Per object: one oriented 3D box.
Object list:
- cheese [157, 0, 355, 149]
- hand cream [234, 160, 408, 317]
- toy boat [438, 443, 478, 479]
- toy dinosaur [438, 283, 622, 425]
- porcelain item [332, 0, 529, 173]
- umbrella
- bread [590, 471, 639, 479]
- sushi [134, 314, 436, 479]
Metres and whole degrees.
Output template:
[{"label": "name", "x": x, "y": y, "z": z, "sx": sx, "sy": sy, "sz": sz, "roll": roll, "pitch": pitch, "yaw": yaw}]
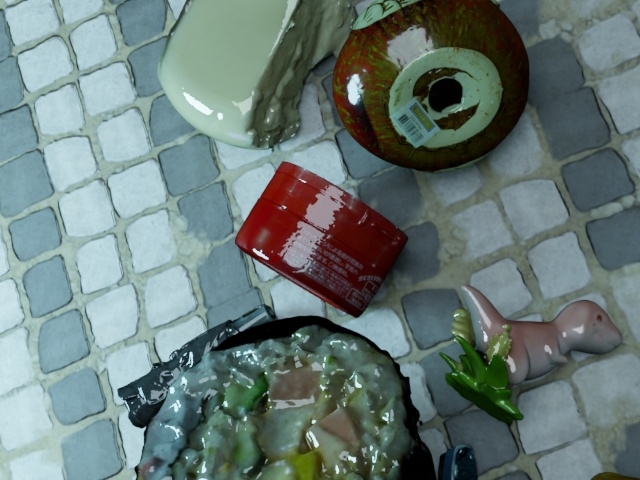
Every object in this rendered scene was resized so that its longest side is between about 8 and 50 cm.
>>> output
[{"label": "cheese", "x": -0.088, "y": -0.256, "z": 1.581, "sx": 0.233, "sy": 0.127, "sz": 0.266, "roll": 26, "pitch": 86, "yaw": 19}, {"label": "hand cream", "x": 0.000, "y": 0.000, "z": 1.447, "sx": 0.193, "sy": 0.193, "sz": 0.125, "roll": 30, "pitch": 84, "yaw": 22}, {"label": "toy boat", "x": 0.175, "y": 0.309, "z": 1.376, "sx": 0.061, "sy": 0.060, "sz": 0.137, "roll": -14, "pitch": 66, "yaw": 35}, {"label": "toy dinosaur", "x": 0.239, "y": 0.117, "z": 1.372, "sx": 0.194, "sy": 0.152, "sz": 0.177, "roll": 30, "pitch": 77, "yaw": 16}, {"label": "porcelain item", "x": 0.132, "y": -0.212, "z": 1.477, "sx": 0.253, "sy": 0.253, "sz": 0.253, "roll": -5, "pitch": 74, "yaw": 16}, {"label": "umbrella", "x": -0.157, "y": 0.160, "z": 1.523, "sx": 0.235, "sy": 0.059, "sz": 0.066, "roll": -33, "pitch": 90, "yaw": 4}, {"label": "bread", "x": 0.341, "y": 0.407, "z": 1.260, "sx": 0.167, "sy": 0.132, "sz": 0.294, "roll": 13, "pitch": 80, "yaw": 21}, {"label": "sushi", "x": -0.024, "y": 0.289, "z": 1.344, "sx": 0.328, "sy": 0.285, "sz": 0.329, "roll": -17, "pitch": 49, "yaw": 7}]
